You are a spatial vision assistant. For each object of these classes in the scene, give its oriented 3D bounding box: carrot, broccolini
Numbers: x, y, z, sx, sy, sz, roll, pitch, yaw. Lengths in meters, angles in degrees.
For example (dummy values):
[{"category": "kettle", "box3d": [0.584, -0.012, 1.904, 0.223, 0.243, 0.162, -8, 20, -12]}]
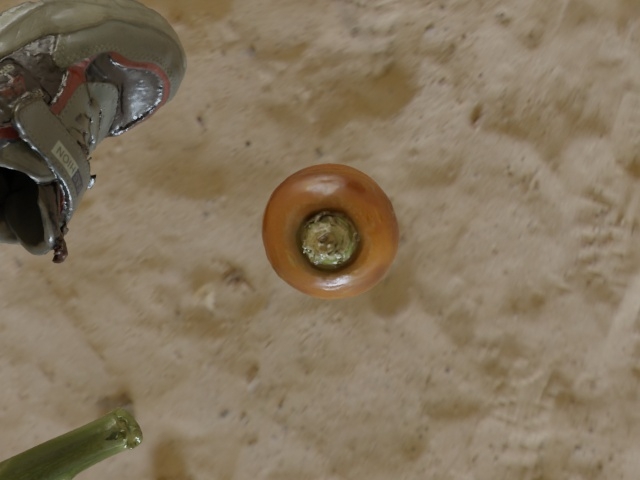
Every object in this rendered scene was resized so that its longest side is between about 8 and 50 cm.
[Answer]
[{"category": "carrot", "box3d": [0.000, 0.000, 0.753, 0.061, 0.257, 0.061, 0, 87, -3]}, {"category": "broccolini", "box3d": [-0.264, 0.171, 0.959, 0.074, 0.392, 0.078, -12, 98, 47]}]

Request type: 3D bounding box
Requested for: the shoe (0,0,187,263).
[{"category": "shoe", "box3d": [-0.157, -0.053, 0.834, 0.125, 0.228, 0.099, 50, 149, 29]}]
